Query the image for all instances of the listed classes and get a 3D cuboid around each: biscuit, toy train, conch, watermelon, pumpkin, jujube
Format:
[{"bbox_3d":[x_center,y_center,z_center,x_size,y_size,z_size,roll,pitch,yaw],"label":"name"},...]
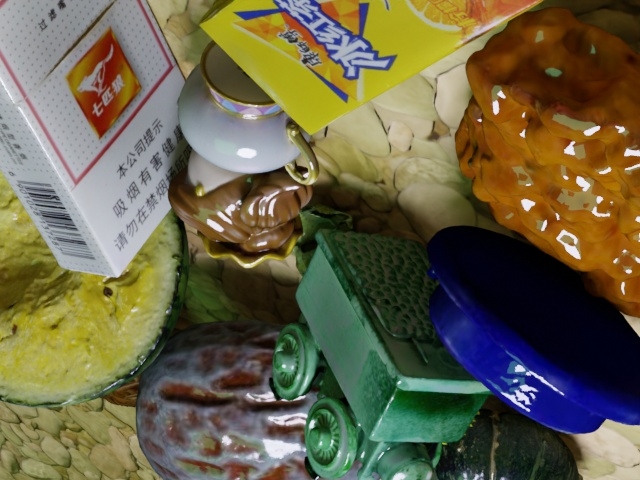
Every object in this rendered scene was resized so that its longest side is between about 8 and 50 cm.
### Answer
[{"bbox_3d":[0.254,-0.044,1.179,0.318,0.110,0.312,30,164,7],"label":"biscuit"},{"bbox_3d":[0.055,0.131,1.442,0.145,0.266,0.202,7,125,-30],"label":"toy train"},{"bbox_3d":[0.000,0.000,1.525,0.089,0.074,0.121,22,150,-1],"label":"conch"},{"bbox_3d":[-0.288,0.037,1.653,0.331,0.330,0.189,26,179,12],"label":"watermelon"},{"bbox_3d":[0.206,0.276,1.636,0.190,0.146,0.190,20,142,17],"label":"pumpkin"},{"bbox_3d":[-0.053,0.209,1.662,0.308,0.215,0.246,1,166,16],"label":"jujube"}]

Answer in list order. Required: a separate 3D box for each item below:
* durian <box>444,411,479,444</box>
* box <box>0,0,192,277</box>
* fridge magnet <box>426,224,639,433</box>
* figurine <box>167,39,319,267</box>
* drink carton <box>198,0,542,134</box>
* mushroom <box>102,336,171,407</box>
[{"bbox_3d":[0.130,0.163,1.561,0.100,0.215,0.086,0,180,-4],"label":"durian"},{"bbox_3d":[-0.248,-0.152,1.417,0.095,0.210,0.330,7,138,34],"label":"box"},{"bbox_3d":[0.206,0.083,1.319,0.265,0.265,0.112,35,108,-2],"label":"fridge magnet"},{"bbox_3d":[-0.078,-0.083,1.422,0.189,0.142,0.263,45,148,25],"label":"figurine"},{"bbox_3d":[0.057,-0.222,1.168,0.154,0.111,0.351,44,145,-16],"label":"drink carton"},{"bbox_3d":[-0.296,0.117,1.858,0.253,0.153,0.253,32,152,19],"label":"mushroom"}]
